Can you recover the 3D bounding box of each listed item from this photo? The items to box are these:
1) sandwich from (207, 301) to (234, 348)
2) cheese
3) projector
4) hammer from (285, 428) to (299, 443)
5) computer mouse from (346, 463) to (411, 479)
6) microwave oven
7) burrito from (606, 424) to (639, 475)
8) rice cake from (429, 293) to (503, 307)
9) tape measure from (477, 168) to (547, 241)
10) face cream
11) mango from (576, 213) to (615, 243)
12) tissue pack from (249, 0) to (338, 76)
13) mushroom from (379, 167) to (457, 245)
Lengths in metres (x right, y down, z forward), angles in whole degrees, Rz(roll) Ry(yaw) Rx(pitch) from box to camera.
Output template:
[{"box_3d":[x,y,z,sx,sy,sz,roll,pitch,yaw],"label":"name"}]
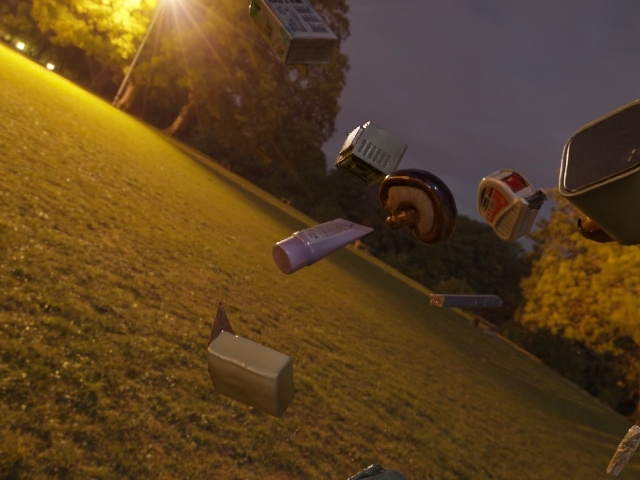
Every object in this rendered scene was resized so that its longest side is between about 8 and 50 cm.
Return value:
[{"box_3d":[-0.426,0.346,2.069,0.163,0.114,0.079,63,-19,22],"label":"sandwich"},{"box_3d":[-0.230,0.448,1.704,0.266,0.123,0.242,17,-43,20],"label":"cheese"},{"box_3d":[0.794,-0.165,1.295,0.249,0.248,0.248,34,-32,-19],"label":"projector"},{"box_3d":[-0.101,0.730,1.912,0.029,0.014,0.123,3,0,15],"label":"hammer"},{"box_3d":[0.092,0.732,1.302,0.429,0.145,0.228,-4,47,-38],"label":"computer mouse"},{"box_3d":[0.167,-0.302,1.825,0.194,0.145,0.240,27,-6,-11],"label":"microwave oven"},{"box_3d":[0.980,0.674,1.643,0.041,0.185,0.045,12,15,-46],"label":"burrito"},{"box_3d":[0.557,0.233,1.979,0.298,0.050,0.106,3,-6,-26],"label":"rice cake"},{"box_3d":[0.715,-0.141,1.934,0.265,0.130,0.258,57,-14,32],"label":"tape measure"},{"box_3d":[0.000,0.000,1.414,0.274,0.096,0.154,-26,26,-31],"label":"face cream"},{"box_3d":[1.022,-0.068,1.818,0.136,0.166,0.236,48,-14,-8],"label":"mango"},{"box_3d":[-0.087,-0.580,1.437,0.159,0.145,0.229,-16,61,-34],"label":"tissue pack"},{"box_3d":[0.270,-0.099,1.356,0.231,0.194,0.138,48,40,13],"label":"mushroom"}]
